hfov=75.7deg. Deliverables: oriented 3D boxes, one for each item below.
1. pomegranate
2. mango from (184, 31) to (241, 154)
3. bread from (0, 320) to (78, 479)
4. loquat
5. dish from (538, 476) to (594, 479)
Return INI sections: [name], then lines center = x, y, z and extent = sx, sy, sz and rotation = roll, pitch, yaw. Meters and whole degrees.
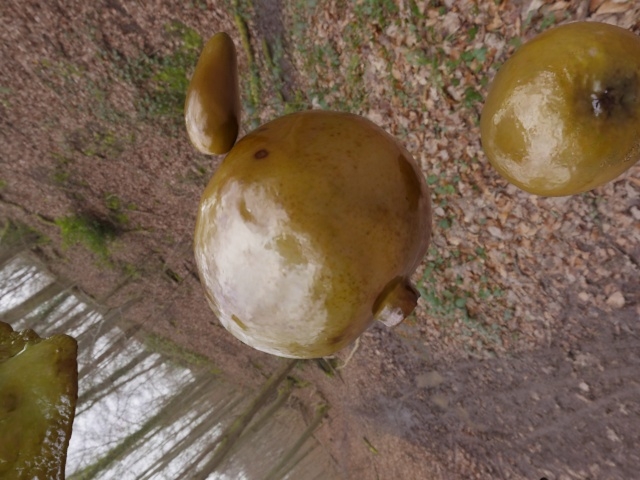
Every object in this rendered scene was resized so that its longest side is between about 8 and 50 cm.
[pomegranate]
center = 0.000, 0.000, 0.697
extent = 0.417, 0.416, 0.417
rotation = 52, 172, 11
[mango]
center = -0.165, -0.223, 0.637
extent = 0.102, 0.084, 0.184
rotation = 172, 100, -79
[bread]
center = -0.230, 0.174, 0.270
extent = 0.160, 0.088, 0.234
rotation = -5, 85, 40
[loquat]
center = 0.393, -0.200, 0.659
extent = 0.263, 0.263, 0.263
rotation = 52, 172, 11
[dish]
center = 0.292, 0.311, 0.375
extent = 0.221, 0.108, 0.263
rotation = 42, 155, 47
